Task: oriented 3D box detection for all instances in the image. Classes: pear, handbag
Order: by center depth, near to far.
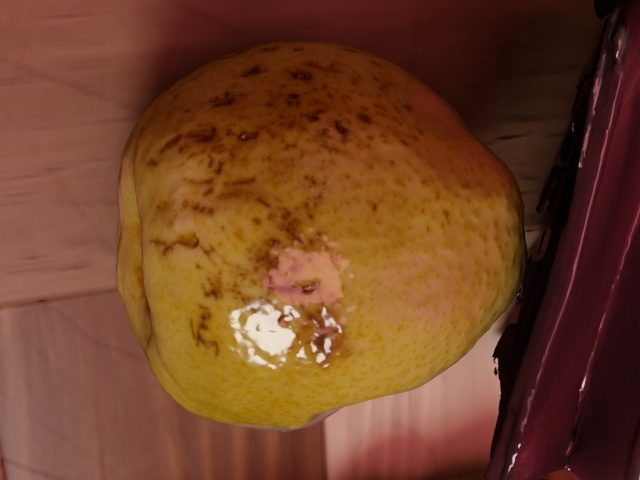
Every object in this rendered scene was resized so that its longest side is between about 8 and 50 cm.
[{"bbox_3d":[0.000,0.000,0.462,0.178,0.178,0.178,-5,109,-16],"label":"pear"},{"bbox_3d":[0.132,-0.004,0.481,0.074,0.216,0.203,16,103,8],"label":"handbag"}]

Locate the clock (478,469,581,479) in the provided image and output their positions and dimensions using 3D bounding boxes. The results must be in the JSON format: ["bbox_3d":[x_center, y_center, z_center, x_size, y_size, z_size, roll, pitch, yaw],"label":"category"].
[{"bbox_3d":[0.083,0.201,0.602,0.162,0.093,0.166,-13,111,-4],"label":"clock"}]
